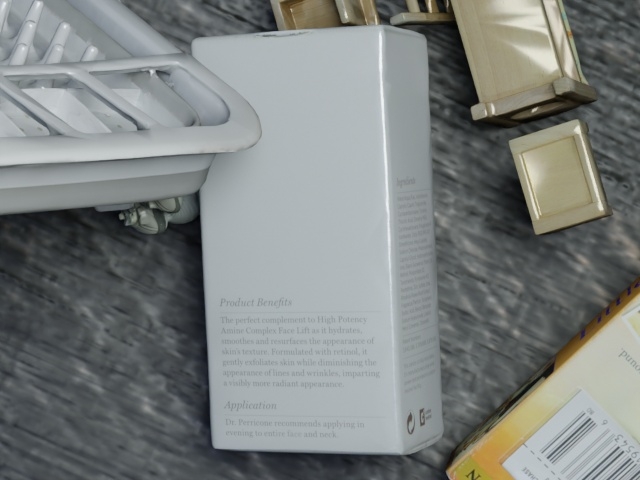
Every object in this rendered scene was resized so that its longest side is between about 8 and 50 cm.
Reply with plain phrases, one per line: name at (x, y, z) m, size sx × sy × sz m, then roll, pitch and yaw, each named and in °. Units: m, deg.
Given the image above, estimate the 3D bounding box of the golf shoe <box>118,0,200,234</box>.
golf shoe at (-0.104, -0.091, 1.098) m, size 0.086 × 0.069 × 0.176 m, roll -18°, pitch 80°, yaw -36°

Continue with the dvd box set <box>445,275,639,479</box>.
dvd box set at (0.322, 0.091, 1.030) m, size 0.307 × 0.062 × 0.420 m, roll 44°, pitch 103°, yaw 0°

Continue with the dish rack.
dish rack at (-0.223, -0.105, 0.955) m, size 0.333 × 0.285 × 0.072 m, roll 41°, pitch 120°, yaw 30°

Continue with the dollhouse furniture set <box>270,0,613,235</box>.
dollhouse furniture set at (0.075, -0.079, 1.106) m, size 0.161 × 0.101 × 0.182 m, roll -17°, pitch 85°, yaw 18°

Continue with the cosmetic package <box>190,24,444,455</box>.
cosmetic package at (0.000, 0.000, 1.040) m, size 0.117 × 0.085 × 0.231 m, roll 0°, pitch 92°, yaw 21°
